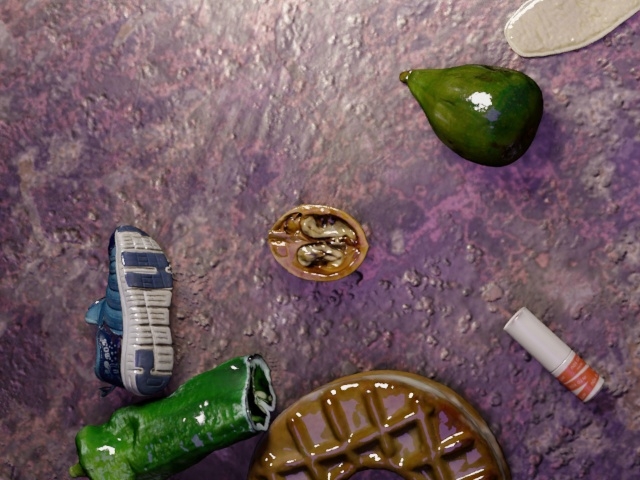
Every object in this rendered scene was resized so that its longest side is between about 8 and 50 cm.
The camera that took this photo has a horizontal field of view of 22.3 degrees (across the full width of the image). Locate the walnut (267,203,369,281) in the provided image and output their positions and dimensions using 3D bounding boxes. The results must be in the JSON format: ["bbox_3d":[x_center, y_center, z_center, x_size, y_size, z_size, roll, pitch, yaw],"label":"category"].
[{"bbox_3d":[0.000,0.000,1.923,0.121,0.052,0.091,9,100,8],"label":"walnut"}]

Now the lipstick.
[{"bbox_3d":[0.276,0.136,1.916,0.130,0.038,0.038,43,101,-1],"label":"lipstick"}]

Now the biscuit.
[{"bbox_3d":[0.070,0.314,1.935,0.332,0.103,0.332,1,99,7],"label":"biscuit"}]

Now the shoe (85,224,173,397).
[{"bbox_3d":[-0.237,0.085,1.943,0.106,0.091,0.207,-3,85,33],"label":"shoe"}]

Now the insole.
[{"bbox_3d":[0.329,-0.281,1.864,0.248,0.011,0.081,-28,93,10],"label":"insole"}]

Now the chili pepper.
[{"bbox_3d":[-0.188,0.233,1.946,0.270,0.136,0.099,-22,128,13],"label":"chili pepper"}]

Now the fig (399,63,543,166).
[{"bbox_3d":[0.164,-0.155,1.862,0.177,0.117,0.117,24,100,14],"label":"fig"}]
